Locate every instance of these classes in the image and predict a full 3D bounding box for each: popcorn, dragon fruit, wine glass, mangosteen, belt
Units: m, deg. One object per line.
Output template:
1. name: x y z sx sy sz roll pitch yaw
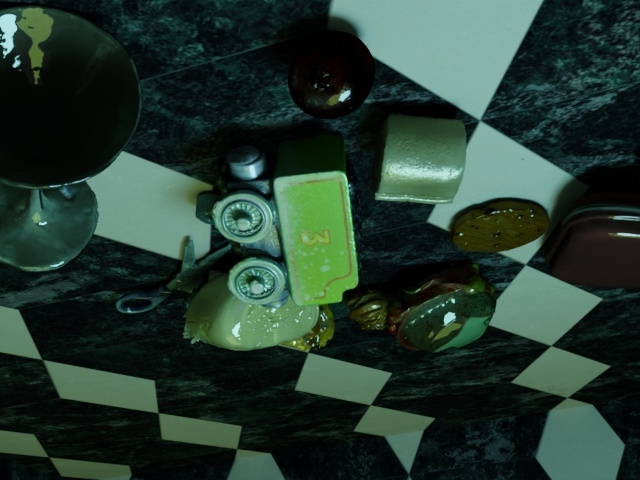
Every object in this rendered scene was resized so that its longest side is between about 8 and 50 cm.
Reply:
1. popcorn: -0.044 0.193 2.065 0.167 0.148 0.152 2 -162 -21
2. dragon fruit: 0.295 0.166 2.014 0.295 0.130 0.268 -15 138 -18
3. wine glass: -0.419 -0.117 1.262 0.267 0.267 0.406 5 157 -18
4. mangosteen: 0.019 -0.238 1.241 0.140 0.140 0.140 -4 154 -2
5. belt: -0.150 -0.050 1.649 0.179 0.065 0.100 18 155 -42

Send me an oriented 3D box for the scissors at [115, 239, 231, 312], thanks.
1. scissors: -0.304 0.087 1.931 0.256 0.029 0.383 3 153 -23

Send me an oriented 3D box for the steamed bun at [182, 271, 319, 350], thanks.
1. steamed bun: -0.158 0.136 1.876 0.273 0.166 0.232 -8 -169 -31

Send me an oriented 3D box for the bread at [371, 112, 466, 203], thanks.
1. bread: 0.161 -0.137 1.436 0.141 0.134 0.148 3 141 -7

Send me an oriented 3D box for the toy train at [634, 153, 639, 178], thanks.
1. toy train: 0.657 -0.125 1.601 0.127 0.089 0.219 -13 156 39

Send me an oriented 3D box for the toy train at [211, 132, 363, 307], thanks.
1. toy train: -0.052 -0.030 1.491 0.248 0.173 0.307 -6 123 3

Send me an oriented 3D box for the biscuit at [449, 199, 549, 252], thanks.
1. biscuit: 0.375 -0.028 1.805 0.212 0.036 0.212 -5 155 -2

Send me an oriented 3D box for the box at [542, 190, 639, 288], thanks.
1. box: 0.605 0.004 1.751 0.263 0.108 0.404 6 164 6

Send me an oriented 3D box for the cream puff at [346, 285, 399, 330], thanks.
1. cream puff: 0.131 0.168 2.097 0.133 0.104 0.119 7 145 -25
